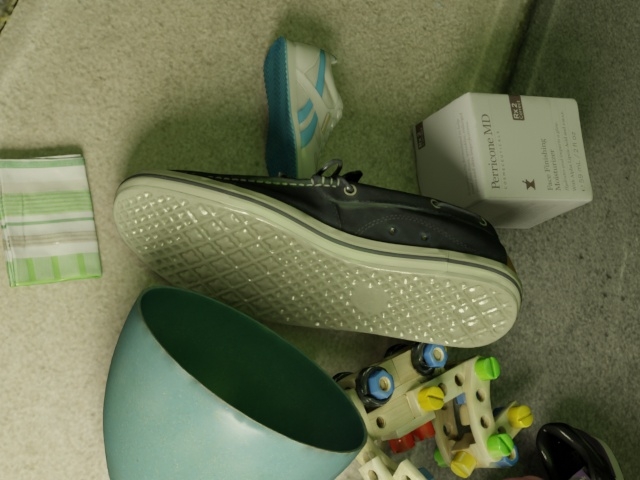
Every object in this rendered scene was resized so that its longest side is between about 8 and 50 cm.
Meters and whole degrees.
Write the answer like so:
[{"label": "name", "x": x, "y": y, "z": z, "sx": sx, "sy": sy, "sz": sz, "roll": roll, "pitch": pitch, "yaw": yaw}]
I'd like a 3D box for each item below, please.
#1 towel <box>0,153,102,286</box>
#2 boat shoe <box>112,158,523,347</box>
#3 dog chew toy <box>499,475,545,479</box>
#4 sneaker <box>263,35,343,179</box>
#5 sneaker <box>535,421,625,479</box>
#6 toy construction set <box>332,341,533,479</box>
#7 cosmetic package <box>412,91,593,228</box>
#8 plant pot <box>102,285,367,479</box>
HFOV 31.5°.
[{"label": "towel", "x": -0.316, "y": -0.025, "z": 1.320, "sx": 0.113, "sy": 0.023, "sz": 0.152, "roll": -7, "pitch": 80, "yaw": -28}, {"label": "boat shoe", "x": 0.000, "y": 0.000, "z": 1.379, "sx": 0.501, "sy": 0.186, "sz": 0.156, "roll": 12, "pitch": 44, "yaw": -7}, {"label": "dog chew toy", "x": 0.212, "y": 0.432, "z": 1.381, "sx": 0.207, "sy": 0.207, "sz": 0.331, "roll": 40, "pitch": 54, "yaw": -13}, {"label": "sneaker", "x": -0.017, "y": -0.151, "z": 1.477, "sx": 0.092, "sy": 0.087, "sz": 0.228, "roll": 7, "pitch": 75, "yaw": -28}, {"label": "sneaker", "x": 0.357, "y": 0.353, "z": 1.450, "sx": 0.124, "sy": 0.107, "sz": 0.283, "roll": 36, "pitch": 16, "yaw": -41}, {"label": "toy construction set", "x": 0.126, "y": 0.237, "z": 1.394, "sx": 0.328, "sy": 0.151, "sz": 0.215, "roll": -22, "pitch": 91, "yaw": -55}, {"label": "cosmetic package", "x": 0.247, "y": -0.106, "z": 1.564, "sx": 0.184, "sy": 0.151, "sz": 0.151, "roll": -1, "pitch": 76, "yaw": -28}, {"label": "plant pot", "x": -0.123, "y": 0.211, "z": 1.240, "sx": 0.290, "sy": 0.290, "sz": 0.195, "roll": 31, "pitch": 101, "yaw": -18}]
